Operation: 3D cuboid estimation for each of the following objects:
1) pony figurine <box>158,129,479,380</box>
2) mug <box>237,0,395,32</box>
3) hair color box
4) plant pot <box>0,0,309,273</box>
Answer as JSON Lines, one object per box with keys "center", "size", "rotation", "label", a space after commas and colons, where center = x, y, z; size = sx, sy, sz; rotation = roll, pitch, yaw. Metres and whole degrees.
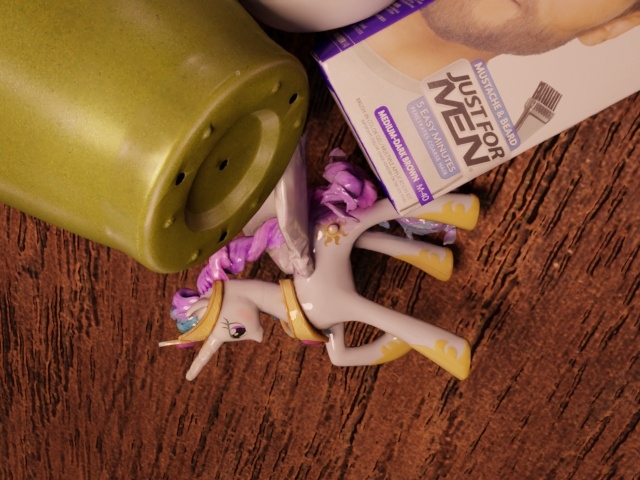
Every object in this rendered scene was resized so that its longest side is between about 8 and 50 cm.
{"center": [0.000, 0.000, 1.152], "size": [0.363, 0.303, 0.351], "rotation": [5, 87, -12], "label": "pony figurine"}
{"center": [-0.065, -0.390, 0.941], "size": [0.374, 0.276, 0.328], "rotation": [9, 134, 31], "label": "mug"}
{"center": [0.182, -0.191, 0.977], "size": [0.339, 0.110, 0.185], "rotation": [-29, 110, 3], "label": "hair color box"}
{"center": [-0.213, -0.157, 0.933], "size": [0.353, 0.366, 0.366], "rotation": [35, 129, 16], "label": "plant pot"}
